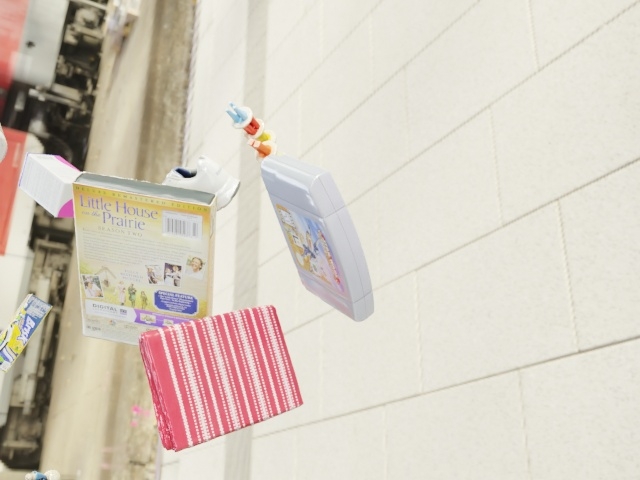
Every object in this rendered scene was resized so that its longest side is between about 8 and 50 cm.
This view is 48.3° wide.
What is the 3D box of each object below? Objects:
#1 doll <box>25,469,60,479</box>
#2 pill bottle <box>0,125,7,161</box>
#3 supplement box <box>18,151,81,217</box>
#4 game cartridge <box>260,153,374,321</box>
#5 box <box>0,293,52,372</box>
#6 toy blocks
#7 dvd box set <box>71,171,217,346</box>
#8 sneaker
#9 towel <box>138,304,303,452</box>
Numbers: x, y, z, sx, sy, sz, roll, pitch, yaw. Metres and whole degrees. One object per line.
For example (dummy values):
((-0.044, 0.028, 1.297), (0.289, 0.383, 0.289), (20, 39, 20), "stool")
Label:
((-0.637, 0.556, 1.533), (0.189, 0.046, 0.129), (-38, -27, -57), "doll")
((-0.480, -0.186, 0.891), (0.119, 0.119, 0.208), (-45, 65, 45), "pill bottle")
((-0.759, -0.160, 2.063), (0.220, 0.111, 0.113), (31, 108, 34), "supplement box")
((0.000, 0.000, 1.249), (0.198, 0.062, 0.297), (33, 148, 55), "game cartridge")
((-0.659, 0.201, 1.554), (0.059, 0.054, 0.168), (-8, 48, 61), "box")
((-0.136, -0.216, 1.473), (0.054, 0.148, 0.123), (-35, 57, 11), "toy blocks")
((-0.394, 0.064, 1.613), (0.062, 0.308, 0.420), (-75, -7, -59), "dvd box set")
((-0.325, -0.104, 1.650), (0.297, 0.129, 0.111), (-27, 28, 25), "sneaker")
((-0.164, 0.224, 1.211), (0.031, 0.275, 0.198), (-27, 76, 47), "towel")
